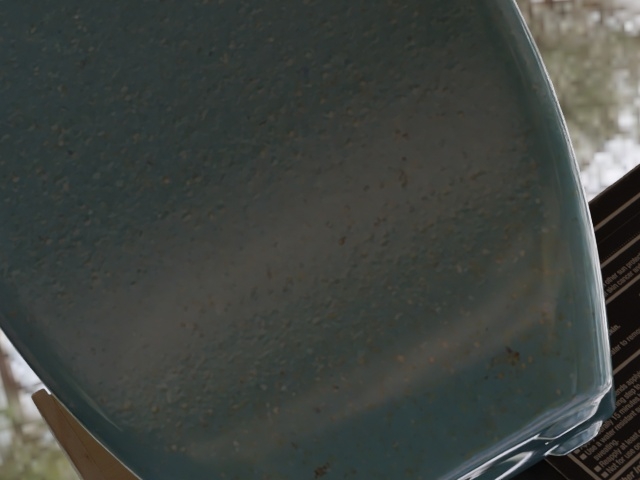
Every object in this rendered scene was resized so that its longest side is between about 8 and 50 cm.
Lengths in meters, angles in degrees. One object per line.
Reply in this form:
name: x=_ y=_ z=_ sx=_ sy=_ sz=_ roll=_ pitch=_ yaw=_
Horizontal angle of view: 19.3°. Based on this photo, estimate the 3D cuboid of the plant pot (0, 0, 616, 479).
plant pot: x=0.000 y=0.000 z=0.791 sx=0.247 sy=0.252 sz=0.248 roll=-32 pitch=167 yaw=3

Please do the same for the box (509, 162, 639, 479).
box: x=0.265 y=0.126 z=1.361 sx=0.296 sy=0.183 sz=0.294 roll=-35 pitch=-122 yaw=-23

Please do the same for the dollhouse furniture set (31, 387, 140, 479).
dollhouse furniture set: x=-0.020 y=0.212 z=1.301 sx=0.198 sy=0.303 sz=0.286 roll=-32 pitch=-129 yaw=-11
